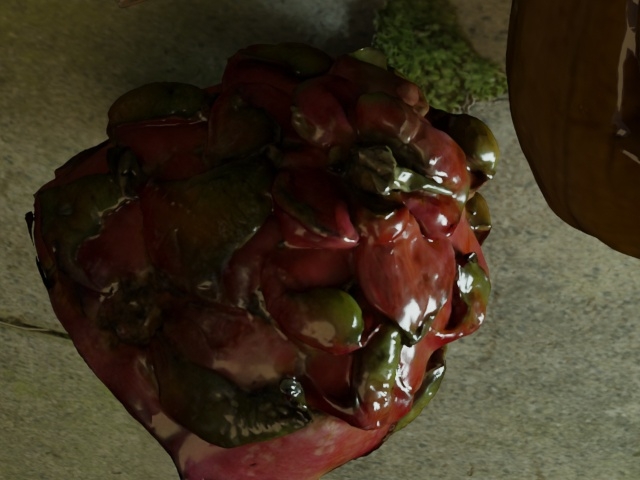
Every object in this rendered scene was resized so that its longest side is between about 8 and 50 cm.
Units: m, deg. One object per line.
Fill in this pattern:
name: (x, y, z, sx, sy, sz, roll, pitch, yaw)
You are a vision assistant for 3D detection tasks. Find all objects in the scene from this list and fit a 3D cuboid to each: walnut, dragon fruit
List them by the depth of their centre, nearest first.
walnut: (0.201, -0.131, 0.790, 0.209, 0.209, 0.336, 3, 130, 14)
dragon fruit: (0.000, 0.000, 0.997, 0.263, 0.296, 0.314, -40, 89, 19)

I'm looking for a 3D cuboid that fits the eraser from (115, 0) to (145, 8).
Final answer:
eraser: (-0.044, -0.235, 0.814, 0.290, 0.087, 0.171, -11, 140, 32)
